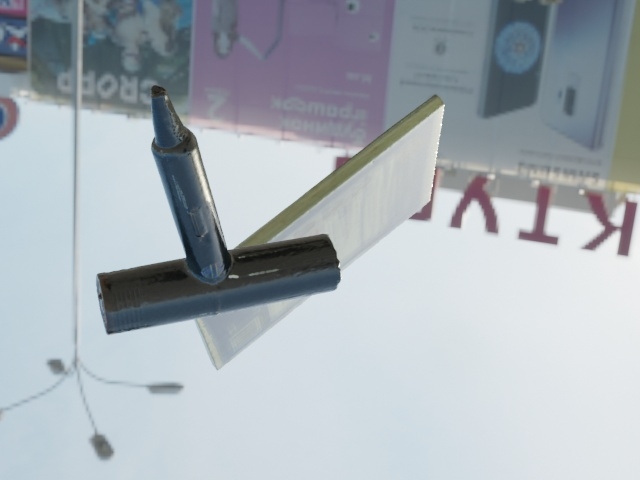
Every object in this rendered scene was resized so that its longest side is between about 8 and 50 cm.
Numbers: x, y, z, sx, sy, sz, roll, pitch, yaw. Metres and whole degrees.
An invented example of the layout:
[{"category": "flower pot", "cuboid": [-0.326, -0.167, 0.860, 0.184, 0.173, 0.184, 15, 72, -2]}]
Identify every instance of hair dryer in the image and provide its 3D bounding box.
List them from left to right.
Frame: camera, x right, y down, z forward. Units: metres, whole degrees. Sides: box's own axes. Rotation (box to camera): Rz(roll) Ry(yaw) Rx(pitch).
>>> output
[{"category": "hair dryer", "cuboid": [-0.066, -0.024, 0.691, 0.173, 0.194, 0.050, -11, -135, -18]}]

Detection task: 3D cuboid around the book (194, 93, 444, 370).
[{"category": "book", "cuboid": [0.000, 0.000, 1.080, 0.322, 0.228, 0.018, -38, -109, -15]}]
